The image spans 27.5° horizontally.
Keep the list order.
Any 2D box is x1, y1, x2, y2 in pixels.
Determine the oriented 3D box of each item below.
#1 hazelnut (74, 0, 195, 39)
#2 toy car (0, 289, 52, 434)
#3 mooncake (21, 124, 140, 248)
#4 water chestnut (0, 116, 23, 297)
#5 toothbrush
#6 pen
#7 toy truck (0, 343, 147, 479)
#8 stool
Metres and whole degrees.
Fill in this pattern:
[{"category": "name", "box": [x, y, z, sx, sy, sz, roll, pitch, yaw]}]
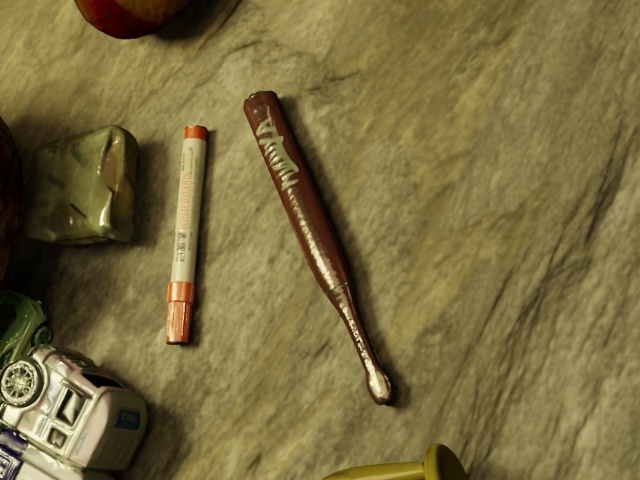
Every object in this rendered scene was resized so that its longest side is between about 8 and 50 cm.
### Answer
[{"category": "hazelnut", "box": [-0.181, -0.322, 1.428, 0.202, 0.160, 0.170, -33, 71, -29]}, {"category": "toy car", "box": [-0.358, 0.142, 1.411, 0.093, 0.058, 0.186, 19, 82, 28]}, {"category": "mooncake", "box": [-0.249, -0.055, 1.409, 0.125, 0.073, 0.129, -3, 75, 26]}, {"category": "water chestnut", "box": [-0.482, -0.023, 1.359, 0.350, 0.302, 0.350, -27, 53, 42]}, {"category": "toothbrush", "box": [0.000, 0.000, 1.295, 0.041, 0.041, 0.364, -30, 64, 14]}, {"category": "pen", "box": [-0.140, -0.007, 1.370, 0.028, 0.028, 0.239, -4, 72, 25]}, {"category": "toy truck", "box": [-0.272, 0.251, 1.302, 0.155, 0.124, 0.268, 25, 88, 22]}, {"category": "stool", "box": [0.076, 0.245, 1.138, 0.110, 0.135, 0.134, -25, 101, 17]}]
